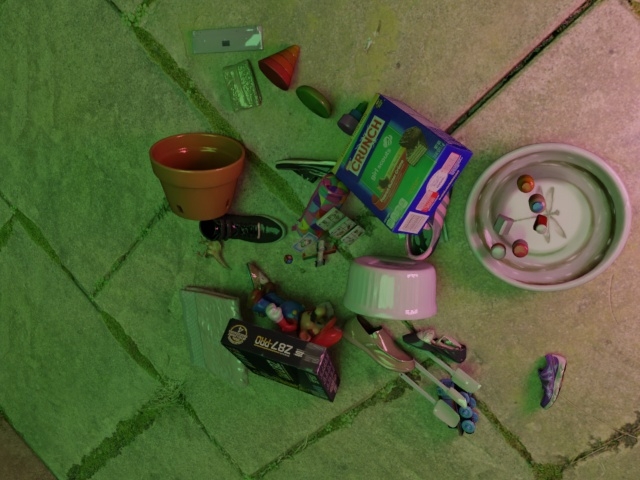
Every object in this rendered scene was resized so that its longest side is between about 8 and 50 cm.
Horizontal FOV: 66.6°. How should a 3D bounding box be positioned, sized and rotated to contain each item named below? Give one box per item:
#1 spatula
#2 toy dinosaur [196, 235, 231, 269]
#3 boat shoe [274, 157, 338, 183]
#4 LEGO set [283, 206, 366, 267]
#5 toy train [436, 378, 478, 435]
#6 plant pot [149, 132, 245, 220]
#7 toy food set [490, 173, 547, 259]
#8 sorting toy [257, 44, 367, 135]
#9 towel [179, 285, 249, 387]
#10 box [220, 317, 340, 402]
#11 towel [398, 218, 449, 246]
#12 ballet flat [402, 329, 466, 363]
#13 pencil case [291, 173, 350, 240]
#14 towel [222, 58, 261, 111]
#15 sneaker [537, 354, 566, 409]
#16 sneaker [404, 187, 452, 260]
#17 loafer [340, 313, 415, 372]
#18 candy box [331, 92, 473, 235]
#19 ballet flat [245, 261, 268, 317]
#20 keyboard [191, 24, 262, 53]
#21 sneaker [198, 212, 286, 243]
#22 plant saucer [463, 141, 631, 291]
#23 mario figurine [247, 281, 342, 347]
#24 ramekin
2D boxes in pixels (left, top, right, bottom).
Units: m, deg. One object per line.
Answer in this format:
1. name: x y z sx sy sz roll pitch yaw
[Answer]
1. spatula: 0.358 0.443 1.525 0.242 0.019 0.168 35 109 35
2. toy dinosaur: -0.390 0.038 1.747 0.093 0.053 0.183 -17 97 23
3. boat shoe: -0.037 -0.217 1.524 0.233 0.084 0.079 8 106 16
4. LEGO set: 0.000 0.000 1.530 0.244 0.182 0.060 -40 50 16
5. toy train: 0.435 0.528 1.548 0.105 0.080 0.184 -8 101 31
6. plant pot: -0.392 -0.200 1.576 0.291 0.291 0.203 18 126 16
7. toy food set: 0.509 -0.042 1.238 0.111 0.104 0.232 24 111 14
8. sorting toy: -0.009 -0.466 1.456 0.366 0.127 0.126 36 84 6
9. towel: -0.389 0.344 1.778 0.317 0.053 0.331 7 108 39
10. box: -0.113 0.395 1.582 0.318 0.395 0.097 13 64 15
11. towel: 0.304 -0.039 1.474 0.152 0.023 0.113 -8 100 23
12. ballet flat: 0.360 0.317 1.523 0.203 0.074 0.074 20 110 9
13. pencil case: 0.000 -0.094 1.501 0.104 0.104 0.236 40 130 7
14. towel: -0.253 -0.495 1.564 0.110 0.027 0.148 -10 100 22
15. sneaker: 0.675 0.415 1.441 0.071 0.068 0.169 15 101 33
16. sneaker: 0.302 -0.091 1.374 0.112 0.131 0.319 9 109 21
17. loafer: 0.189 0.329 1.573 0.269 0.102 0.092 28 109 15
18. candy box: 0.207 -0.213 1.332 0.317 0.122 0.268 52 122 41
19. ballet flat: -0.208 0.168 1.714 0.067 0.073 0.206 -13 103 -4
20. keyboard: -0.301 -0.639 1.555 0.256 0.014 0.072 5 111 20
21. sneaker: -0.272 -0.033 1.630 0.296 0.147 0.104 10 106 17
22. plant saucer: 0.596 -0.063 1.312 0.401 0.100 0.400 5 105 20
23. mario figurine: -0.067 0.224 1.578 0.321 0.198 0.170 27 148 17
24. ramekin: 0.206 0.129 1.426 0.277 0.277 0.135 6 99 20
